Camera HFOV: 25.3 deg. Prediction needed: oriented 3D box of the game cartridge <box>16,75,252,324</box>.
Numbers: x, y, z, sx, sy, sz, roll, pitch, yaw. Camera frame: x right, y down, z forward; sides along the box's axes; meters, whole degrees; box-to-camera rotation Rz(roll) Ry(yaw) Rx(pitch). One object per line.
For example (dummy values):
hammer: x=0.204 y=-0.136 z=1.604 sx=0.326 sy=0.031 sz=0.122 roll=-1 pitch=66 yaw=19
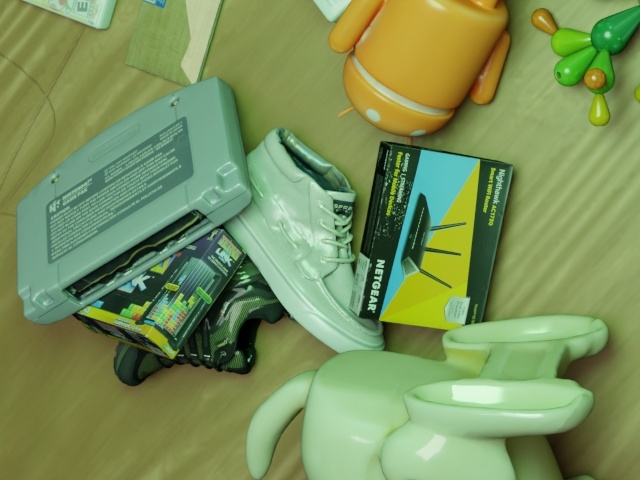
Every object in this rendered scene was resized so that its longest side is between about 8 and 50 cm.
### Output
game cartridge: x=-0.208 y=-0.050 z=1.554 sx=0.294 sy=0.060 sz=0.196 roll=-30 pitch=48 yaw=19

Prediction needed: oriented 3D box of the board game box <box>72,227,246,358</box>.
board game box: x=-0.178 y=0.045 z=1.533 sx=0.170 sy=0.048 sz=0.141 roll=10 pitch=62 yaw=50

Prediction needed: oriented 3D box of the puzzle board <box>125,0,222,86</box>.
puzzle board: x=-0.161 y=-0.245 z=1.600 sx=0.096 sy=0.011 sz=0.128 roll=22 pitch=101 yaw=21

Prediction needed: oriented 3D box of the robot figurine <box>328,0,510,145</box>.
robot figurine: x=0.105 y=-0.194 z=1.420 sx=0.128 sy=0.158 sz=0.219 roll=44 pitch=122 yaw=24

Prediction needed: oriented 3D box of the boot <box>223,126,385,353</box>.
boot: x=0.000 y=0.000 z=1.502 sx=0.258 sy=0.095 sz=0.123 roll=47 pitch=116 yaw=14

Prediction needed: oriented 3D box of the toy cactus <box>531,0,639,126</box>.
toy cactus: x=0.294 y=-0.218 z=1.370 sx=0.180 sy=0.112 sz=0.219 roll=-38 pitch=69 yaw=10

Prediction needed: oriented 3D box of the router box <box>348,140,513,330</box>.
router box: x=0.111 y=-0.003 z=1.447 sx=0.133 sy=0.046 sz=0.179 roll=8 pitch=99 yaw=-15

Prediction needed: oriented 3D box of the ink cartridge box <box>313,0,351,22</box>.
ink cartridge box: x=0.057 y=-0.343 z=1.459 sx=0.208 sy=0.087 sz=0.153 roll=-40 pitch=79 yaw=19

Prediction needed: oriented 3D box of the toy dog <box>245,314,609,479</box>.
toy dog: x=0.129 y=0.313 z=1.363 sx=0.395 sy=0.284 sz=0.408 roll=-6 pitch=101 yaw=8

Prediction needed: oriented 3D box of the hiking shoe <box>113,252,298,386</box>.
hiking shoe: x=-0.131 y=0.111 z=1.571 sx=0.227 sy=0.086 sz=0.114 roll=-38 pitch=77 yaw=20

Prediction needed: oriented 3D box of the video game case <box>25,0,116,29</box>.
video game case: x=-0.302 y=-0.382 z=1.642 sx=0.206 sy=0.026 sz=0.227 roll=23 pitch=102 yaw=20
